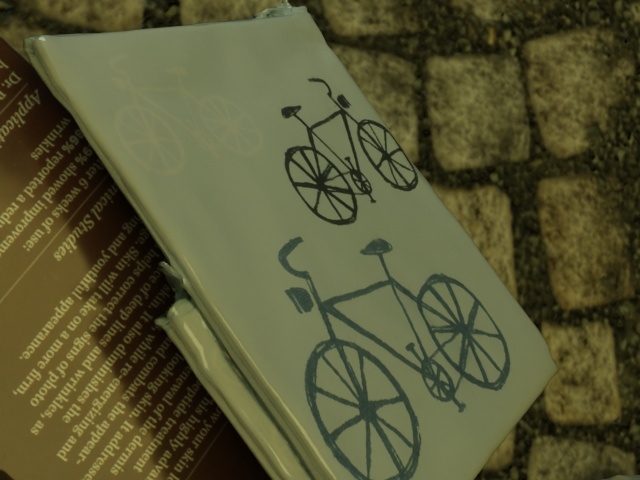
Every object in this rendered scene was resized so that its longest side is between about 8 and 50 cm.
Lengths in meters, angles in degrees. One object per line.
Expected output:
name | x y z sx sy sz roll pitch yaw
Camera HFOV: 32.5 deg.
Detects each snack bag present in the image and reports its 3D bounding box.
snack bag | 0.000 0.000 0.672 0.343 0.037 0.323 55 30 4

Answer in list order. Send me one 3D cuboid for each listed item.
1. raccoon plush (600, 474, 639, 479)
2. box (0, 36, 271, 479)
raccoon plush | 0.352 0.416 0.827 0.299 0.216 0.447 17 75 -32
box | -0.147 0.059 0.653 0.381 0.143 0.191 42 66 -14
